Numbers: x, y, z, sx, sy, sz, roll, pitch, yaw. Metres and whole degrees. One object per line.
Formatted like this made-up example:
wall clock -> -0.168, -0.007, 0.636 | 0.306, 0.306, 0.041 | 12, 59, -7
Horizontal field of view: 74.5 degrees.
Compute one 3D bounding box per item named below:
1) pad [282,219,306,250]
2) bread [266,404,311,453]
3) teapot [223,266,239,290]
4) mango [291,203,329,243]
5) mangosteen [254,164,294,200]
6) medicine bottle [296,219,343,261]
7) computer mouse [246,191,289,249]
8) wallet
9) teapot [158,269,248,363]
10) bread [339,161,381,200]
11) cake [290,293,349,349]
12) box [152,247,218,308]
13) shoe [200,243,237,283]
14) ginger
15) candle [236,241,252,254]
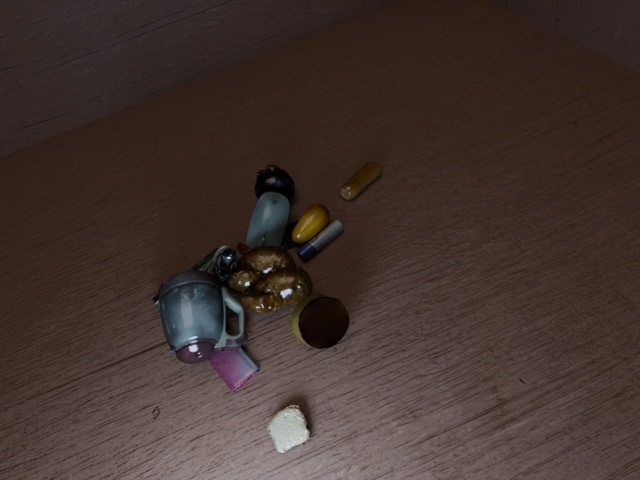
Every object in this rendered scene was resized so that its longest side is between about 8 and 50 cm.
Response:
pad -> -0.129, -0.025, 1.917 | 0.112, 0.003, 0.157 | -21, 48, -2
bread -> -0.100, 0.608, 1.349 | 0.129, 0.044, 0.126 | -25, 56, -9
teapot -> -0.363, 0.160, 1.775 | 0.098, 0.078, 0.129 | -27, 49, -8
mango -> -0.049, -0.069, 1.839 | 0.112, 0.145, 0.219 | 44, 67, 2
mangosteen -> -0.222, -0.276, 2.027 | 0.194, 0.194, 0.231 | -8, 71, 9
medicine bottle -> 0.000, 0.000, 1.821 | 0.231, 0.059, 0.059 | -39, 51, -18
computer mouse -> -0.228, -0.085, 1.873 | 0.159, 0.097, 0.289 | 17, 69, -6
wallet -> -0.338, 0.445, 1.563 | 0.119, 0.025, 0.232 | -39, 51, -19
teapot -> -0.432, 0.301, 1.577 | 0.314, 0.233, 0.312 | -3, 50, -22
bread -> 0.189, -0.287, 2.003 | 0.092, 0.074, 0.239 | 34, 66, 30
cake -> -0.010, 0.281, 1.523 | 0.208, 0.185, 0.178 | -52, 16, -4
box -> -0.539, 0.175, 1.791 | 0.345, 0.097, 0.134 | -41, 24, -18
shoe -> -0.412, 0.123, 1.711 | 0.112, 0.099, 0.228 | 17, 76, 59
ginger -> -0.212, 0.153, 1.687 | 0.274, 0.152, 0.357 | -33, 51, -16
candle -> -0.313, 0.059, 1.868 | 0.162, 0.053, 0.048 | 29, 69, 31
